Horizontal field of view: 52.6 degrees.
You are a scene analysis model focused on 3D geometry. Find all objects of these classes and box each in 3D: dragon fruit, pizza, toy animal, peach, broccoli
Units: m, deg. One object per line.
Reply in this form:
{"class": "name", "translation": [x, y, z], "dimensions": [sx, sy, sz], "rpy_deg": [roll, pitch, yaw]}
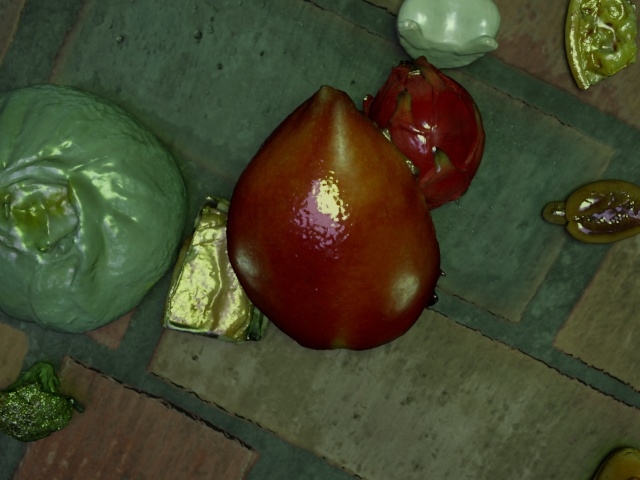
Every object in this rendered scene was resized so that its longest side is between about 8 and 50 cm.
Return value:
{"class": "dragon fruit", "translation": [0.134, -0.133, 0.864], "dimensions": [0.172, 0.172, 0.209], "rpy_deg": [-8, 113, 7]}
{"class": "pizza", "translation": [0.384, -0.287, 0.883], "dimensions": [0.099, 0.036, 0.160], "rpy_deg": [0, 99, 6]}
{"class": "toy animal", "translation": [0.171, -0.371, 0.839], "dimensions": [0.141, 0.138, 0.282], "rpy_deg": [7, 99, 9]}
{"class": "peach", "translation": [0.000, 0.000, 0.813], "dimensions": [0.258, 0.201, 0.361], "rpy_deg": [22, 140, 36]}
{"class": "broccoli", "translation": [-0.454, 0.255, 1.020], "dimensions": [0.131, 0.130, 0.120], "rpy_deg": [-23, 52, 35]}

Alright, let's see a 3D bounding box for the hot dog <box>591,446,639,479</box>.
{"class": "hot dog", "translation": [0.436, 0.478, 0.961], "dimensions": [0.158, 0.117, 0.348], "rpy_deg": [27, 101, 1]}

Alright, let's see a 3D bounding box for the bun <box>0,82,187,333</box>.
{"class": "bun", "translation": [-0.371, -0.044, 0.910], "dimensions": [0.362, 0.211, 0.361], "rpy_deg": [1, 98, 4]}

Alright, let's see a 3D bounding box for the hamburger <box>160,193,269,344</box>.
{"class": "hamburger", "translation": [-0.143, 0.043, 0.959], "dimensions": [0.155, 0.135, 0.207], "rpy_deg": [10, 86, -12]}

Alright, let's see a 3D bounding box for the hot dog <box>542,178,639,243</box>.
{"class": "hot dog", "translation": [0.391, -0.038, 0.915], "dimensions": [0.140, 0.060, 0.089], "rpy_deg": [-16, 93, 1]}
